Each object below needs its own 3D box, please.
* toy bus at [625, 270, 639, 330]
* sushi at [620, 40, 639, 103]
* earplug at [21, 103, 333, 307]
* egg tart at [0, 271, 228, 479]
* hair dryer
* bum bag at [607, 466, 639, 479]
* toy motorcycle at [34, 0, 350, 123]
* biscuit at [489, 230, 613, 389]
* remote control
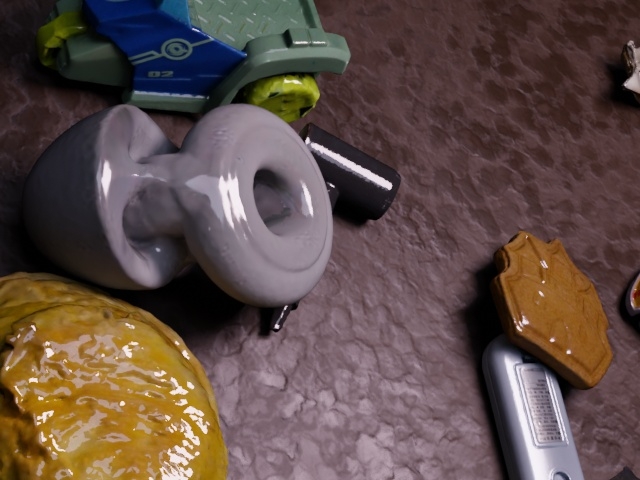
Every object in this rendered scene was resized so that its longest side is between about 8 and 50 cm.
[{"bbox_3d":[0.499,0.094,1.539,0.209,0.136,0.126,45,52,0],"label":"toy bus"},{"bbox_3d":[0.519,-0.234,1.771,0.273,0.109,0.134,-22,79,-20],"label":"sushi"},{"bbox_3d":[-0.132,-0.035,1.249,0.325,0.175,0.214,4,69,-23],"label":"earplug"},{"bbox_3d":[-0.225,0.177,1.106,0.339,0.153,0.351,9,57,-19],"label":"egg tart"},{"bbox_3d":[0.000,0.000,1.387,0.128,0.070,0.255,26,61,-14],"label":"hair dryer"},{"bbox_3d":[0.343,0.393,1.322,0.137,0.074,0.310,21,53,-42],"label":"bum bag"},{"bbox_3d":[-0.137,-0.246,1.361,0.326,0.200,0.191,-5,66,-32],"label":"toy motorcycle"},{"bbox_3d":[0.277,0.066,1.471,0.182,0.034,0.215,36,37,-18],"label":"biscuit"},{"bbox_3d":[0.243,0.216,1.391,0.087,0.047,0.244,3,63,-31],"label":"remote control"}]
